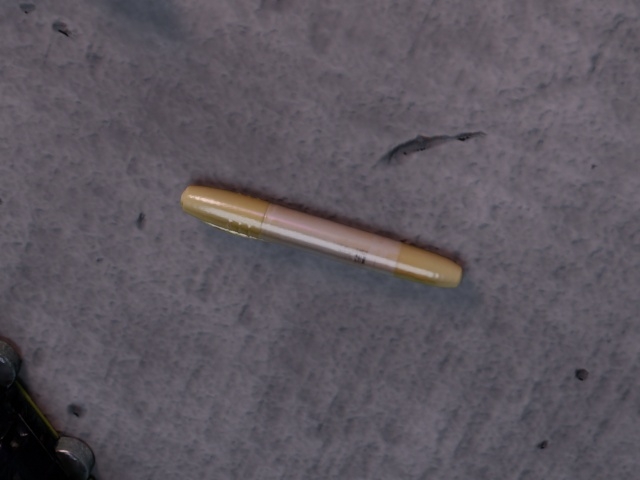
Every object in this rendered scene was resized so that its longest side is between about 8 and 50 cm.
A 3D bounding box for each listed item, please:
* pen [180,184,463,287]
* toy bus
[{"bbox_3d":[0.000,0.000,1.571,0.233,0.032,0.040,17,150,5],"label":"pen"},{"bbox_3d":[-0.318,0.187,1.735,0.150,0.128,0.262,-21,116,28],"label":"toy bus"}]
